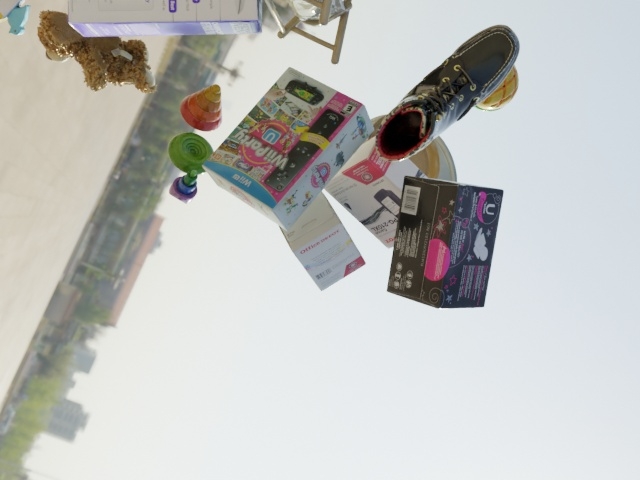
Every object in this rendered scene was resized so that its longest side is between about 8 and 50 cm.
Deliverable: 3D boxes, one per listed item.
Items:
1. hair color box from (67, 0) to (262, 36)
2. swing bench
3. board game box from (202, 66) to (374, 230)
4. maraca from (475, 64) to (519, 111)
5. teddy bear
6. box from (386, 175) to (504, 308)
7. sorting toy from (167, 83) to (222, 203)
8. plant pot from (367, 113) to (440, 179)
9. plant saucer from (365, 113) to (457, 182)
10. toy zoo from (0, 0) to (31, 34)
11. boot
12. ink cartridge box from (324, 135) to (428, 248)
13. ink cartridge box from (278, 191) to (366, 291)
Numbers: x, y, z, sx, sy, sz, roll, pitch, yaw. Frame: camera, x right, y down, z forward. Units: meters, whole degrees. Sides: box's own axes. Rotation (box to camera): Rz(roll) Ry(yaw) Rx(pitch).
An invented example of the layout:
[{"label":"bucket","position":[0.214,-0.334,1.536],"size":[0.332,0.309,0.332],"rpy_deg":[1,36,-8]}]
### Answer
[{"label":"hair color box","position":[-0.277,-0.474,1.461],"size":[0.110,0.339,0.185],"rpy_deg":[17,72,-89]},{"label":"swing bench","position":[0.015,-0.540,1.661],"size":[0.254,0.165,0.253],"rpy_deg":[-61,170,-3]},{"label":"board game box","position":[-0.069,-0.202,1.738],"size":[0.303,0.224,0.097],"rpy_deg":[-51,149,-12]},{"label":"maraca","position":[0.349,-0.346,1.711],"size":[0.099,0.186,0.127],"rpy_deg":[35,-77,55]},{"label":"teddy bear","position":[-0.575,-0.477,2.081],"size":[0.113,0.338,0.245],"rpy_deg":[-34,-107,35]},{"label":"box","position":[0.251,0.002,1.637],"size":[0.163,0.142,0.247],"rpy_deg":[16,-80,52]},{"label":"sorting toy","position":[-0.309,-0.270,2.069],"size":[0.126,0.127,0.365],"rpy_deg":[-45,-150,50]},{"label":"plant pot","position":[0.215,-0.222,2.144],"size":[0.032,0.236,0.236],"rpy_deg":[-23,-137,56]},{"label":"plant saucer","position":[0.218,-0.184,2.473],"size":[0.101,0.400,0.400],"rpy_deg":[-27,158,-52]},{"label":"toy zoo","position":[-0.516,-0.416,1.132],"size":[0.192,0.293,0.030],"rpy_deg":[-32,-167,7]},{"label":"boot","position":[0.179,-0.204,1.138],"size":[0.236,0.085,0.178],"rpy_deg":[-40,-176,24]},{"label":"ink cartridge box","position":[0.150,-0.108,1.844],"size":[0.172,0.237,0.100],"rpy_deg":[-26,-151,48]},{"label":"ink cartridge box","position":[0.000,0.000,1.836],"size":[0.128,0.176,0.127],"rpy_deg":[-31,-131,1]}]
